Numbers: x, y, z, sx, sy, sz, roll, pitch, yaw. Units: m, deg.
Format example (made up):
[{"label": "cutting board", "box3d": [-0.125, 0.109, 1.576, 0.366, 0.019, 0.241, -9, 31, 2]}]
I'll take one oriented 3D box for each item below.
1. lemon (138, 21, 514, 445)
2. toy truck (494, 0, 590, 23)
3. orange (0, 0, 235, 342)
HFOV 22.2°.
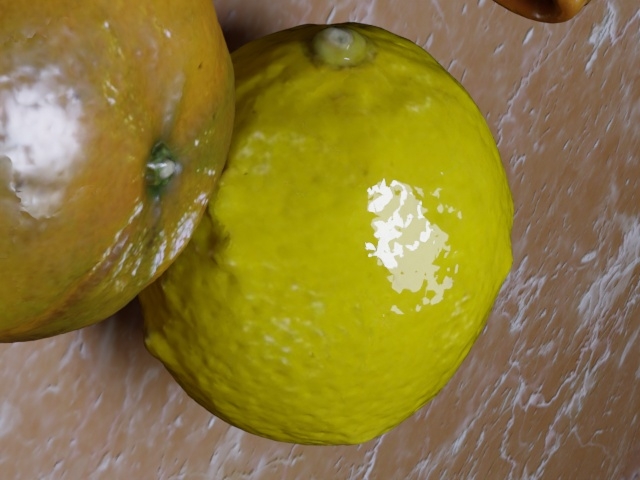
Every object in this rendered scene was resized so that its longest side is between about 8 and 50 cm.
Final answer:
[{"label": "lemon", "box3d": [0.000, 0.000, 0.987, 0.233, 0.233, 0.288, -38, 149, -43]}, {"label": "toy truck", "box3d": [0.086, -0.273, 0.895, 0.204, 0.288, 0.211, -59, 164, -11]}, {"label": "orange", "box3d": [-0.141, -0.057, 0.748, 0.240, 0.171, 0.240, -40, 143, -38]}]
